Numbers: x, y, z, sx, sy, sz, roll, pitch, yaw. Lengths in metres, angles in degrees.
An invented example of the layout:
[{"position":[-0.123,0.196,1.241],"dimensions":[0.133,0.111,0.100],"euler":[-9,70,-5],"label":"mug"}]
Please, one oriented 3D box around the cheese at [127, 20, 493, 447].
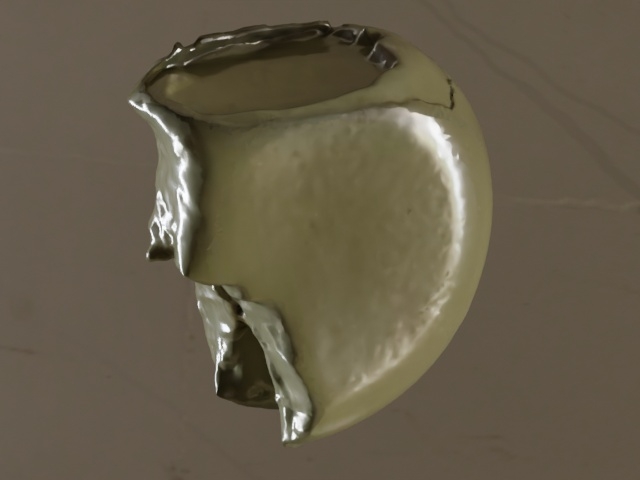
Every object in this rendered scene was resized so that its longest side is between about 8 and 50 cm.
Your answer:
[{"position":[0.000,0.000,0.668],"dimensions":[0.091,0.175,0.202],"euler":[-142,-133,-61],"label":"cheese"}]
